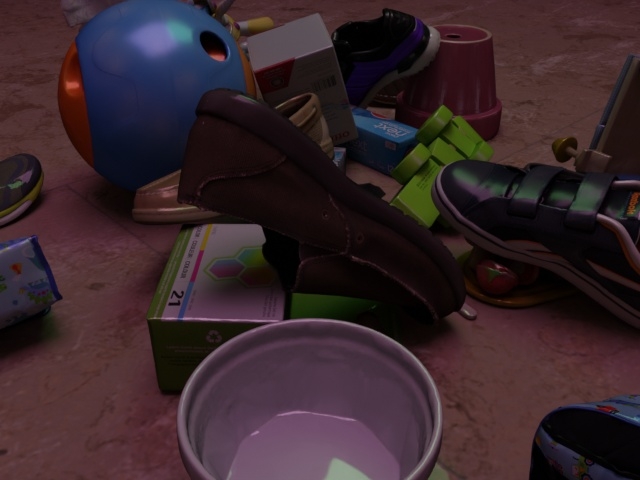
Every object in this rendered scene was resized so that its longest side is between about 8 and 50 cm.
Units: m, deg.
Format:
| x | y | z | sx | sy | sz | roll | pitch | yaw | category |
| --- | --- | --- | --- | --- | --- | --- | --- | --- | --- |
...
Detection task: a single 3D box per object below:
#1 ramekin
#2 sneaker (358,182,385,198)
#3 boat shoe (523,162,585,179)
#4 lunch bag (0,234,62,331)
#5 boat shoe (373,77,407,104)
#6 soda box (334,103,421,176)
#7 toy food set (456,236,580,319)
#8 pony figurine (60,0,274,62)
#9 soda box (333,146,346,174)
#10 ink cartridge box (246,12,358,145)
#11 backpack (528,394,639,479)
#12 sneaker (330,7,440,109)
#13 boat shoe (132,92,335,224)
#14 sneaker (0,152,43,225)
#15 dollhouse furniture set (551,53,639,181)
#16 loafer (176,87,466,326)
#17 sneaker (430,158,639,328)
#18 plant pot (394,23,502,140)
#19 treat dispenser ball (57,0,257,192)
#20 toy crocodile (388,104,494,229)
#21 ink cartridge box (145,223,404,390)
| x | y | z | sx | sy | sz | roll | pitch | yaw | category |
| --- | --- | --- | --- | --- | --- | --- | --- | --- | --- |
| -0.008 | 0.169 | 0.532 | 0.207 | 0.109 | 0.207 | 0 | 31 | 0 | ramekin |
| 0.022 | -0.016 | 0.874 | 0.051 | 0.089 | 0.170 | -13 | 49 | 54 | sneaker |
| 0.422 | -0.029 | 0.864 | 0.335 | 0.096 | 0.112 | 12 | 34 | 19 | boat shoe |
| -0.376 | 0.059 | 0.729 | 0.128 | 0.096 | 0.151 | -23 | 9 | -33 | lunch bag |
| 0.211 | -0.332 | 1.387 | 0.257 | 0.095 | 0.095 | -5 | -3 | 1 | boat shoe |
| 0.080 | -0.181 | 1.139 | 0.071 | 0.067 | 0.210 | -25 | 40 | -34 | soda box |
| 0.239 | 0.018 | 0.811 | 0.217 | 0.071 | 0.128 | -13 | 34 | -19 | toy food set |
| -0.269 | -0.364 | 1.243 | 0.351 | 0.303 | 0.363 | -18 | 3 | 13 | pony figurine |
| -0.008 | -0.082 | 0.987 | 0.063 | 0.058 | 0.183 | 7 | 33 | 11 | soda box |
| -0.028 | -0.245 | 1.055 | 0.128 | 0.176 | 0.127 | -18 | 42 | 2 | ink cartridge box |
| 0.247 | 0.187 | 0.471 | 0.117 | 0.158 | 0.173 | -17 | 23 | -39 | backpack |
| 0.062 | -0.327 | 1.182 | 0.146 | 0.293 | 0.102 | 19 | 58 | -35 | sneaker |
| -0.113 | -0.114 | 0.859 | 0.121 | 0.110 | 0.341 | 5 | 25 | 37 | boat shoe |
| -0.524 | -0.067 | 0.903 | 0.111 | 0.121 | 0.300 | 20 | 37 | 28 | sneaker |
| 0.509 | -0.258 | 1.054 | 0.303 | 0.286 | 0.198 | -4 | 30 | -28 | dollhouse furniture set |
| 0.000 | 0.000 | 0.672 | 0.130 | 0.366 | 0.134 | -58 | 26 | -8 | loafer |
| 0.288 | -0.028 | 0.744 | 0.321 | 0.127 | 0.126 | 29 | 54 | 11 | sneaker |
| 0.246 | -0.300 | 1.223 | 0.201 | 0.180 | 0.201 | 1 | 32 | 0 | plant pot |
| -0.239 | -0.210 | 0.975 | 0.288 | 0.288 | 0.288 | 0 | 32 | 0 | treat dispenser ball |
| 0.174 | -0.103 | 0.983 | 0.115 | 0.105 | 0.340 | 40 | 43 | -4 | toy crocodile |
| -0.036 | 0.066 | 0.710 | 0.255 | 0.097 | 0.189 | 0 | 31 | 1 | ink cartridge box |
